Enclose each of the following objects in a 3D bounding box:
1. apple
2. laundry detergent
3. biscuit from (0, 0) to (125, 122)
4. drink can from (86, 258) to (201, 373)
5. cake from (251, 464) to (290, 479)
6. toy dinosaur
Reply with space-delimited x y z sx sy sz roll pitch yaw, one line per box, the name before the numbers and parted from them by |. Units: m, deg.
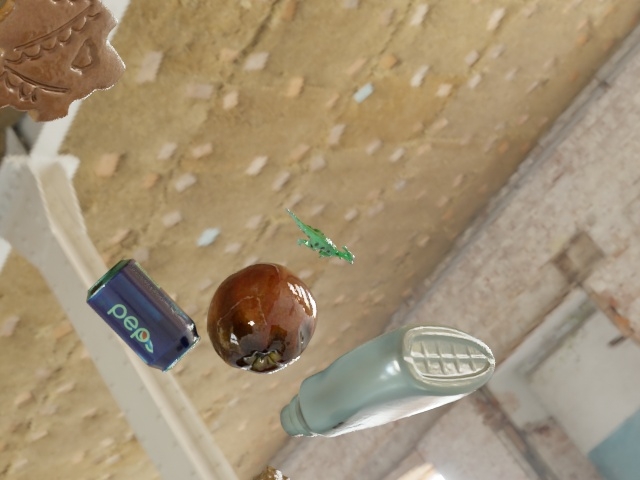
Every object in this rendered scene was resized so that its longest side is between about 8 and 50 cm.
apple | -0.119 0.166 1.918 0.230 0.230 0.230 -29 -27 -16
laundry detergent | 0.087 0.267 1.672 0.263 0.125 0.397 5 -27 -42
biscuit | -0.422 -0.327 1.492 0.283 0.043 0.306 -22 -44 -41
drink can | -0.316 0.135 1.698 0.118 0.205 0.118 -43 4 4
cake | -0.121 0.664 1.934 0.290 0.282 0.256 -39 15 35
toy dinosaur | 0.000 0.000 0.944 0.021 0.062 0.083 -59 -37 -14
